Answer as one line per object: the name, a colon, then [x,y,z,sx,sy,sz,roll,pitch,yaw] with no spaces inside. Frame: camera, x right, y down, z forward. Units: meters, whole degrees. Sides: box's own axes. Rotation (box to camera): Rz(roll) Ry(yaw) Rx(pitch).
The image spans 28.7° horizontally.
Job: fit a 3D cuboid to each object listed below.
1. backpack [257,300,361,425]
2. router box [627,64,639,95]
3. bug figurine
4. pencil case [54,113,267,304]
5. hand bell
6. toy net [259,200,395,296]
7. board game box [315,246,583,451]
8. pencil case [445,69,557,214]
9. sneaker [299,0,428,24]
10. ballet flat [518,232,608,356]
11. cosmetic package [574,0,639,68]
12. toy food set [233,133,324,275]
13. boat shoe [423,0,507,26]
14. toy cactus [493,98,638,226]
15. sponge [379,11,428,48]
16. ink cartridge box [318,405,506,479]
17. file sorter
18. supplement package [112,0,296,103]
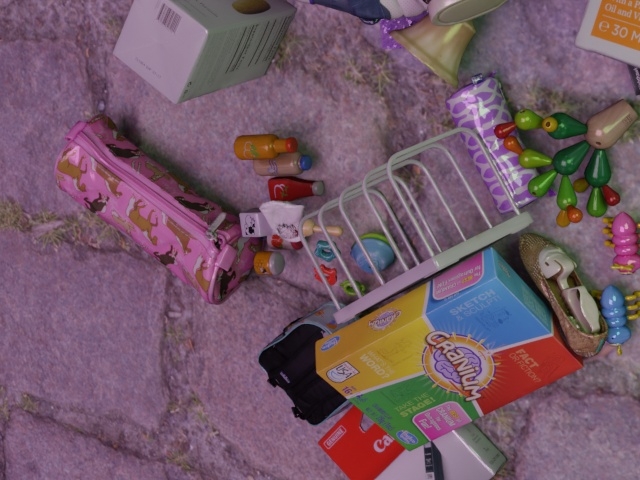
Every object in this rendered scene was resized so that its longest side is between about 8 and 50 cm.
backpack: [0.015,0.189,2.017,0.166,0.144,0.188,53,143,7]
router box: [0.460,-0.294,1.648,0.133,0.046,0.179,-12,98,35]
bug figurine: [0.490,0.054,1.728,0.279,0.072,0.216,-6,102,34]
pencil case: [-0.277,-0.055,2.116,0.386,0.160,0.167,36,122,18]
hand bell: [0.218,-0.345,1.744,0.126,0.126,0.242,42,102,14]
toy net: [0.000,0.000,1.969,0.232,0.045,0.122,32,135,-15]
board game box: [0.188,0.168,1.844,0.316,0.064,0.242,-31,126,24]
pencil case: [0.257,-0.140,1.806,0.206,0.088,0.086,65,162,-2]
sneaker: [0.100,-0.458,1.750,0.236,0.130,0.323,10,74,9]
ballet flat: [0.355,0.066,1.794,0.206,0.073,0.067,61,152,17]
cosmetic package: [0.494,-0.407,1.462,0.230,0.161,0.453,26,109,34]
toy food set: [-0.057,-0.061,2.005,0.104,0.111,0.232,0,103,32]
boat shoe: [0.280,-0.383,1.631,0.324,0.116,0.097,-21,77,1]
toy cactus: [0.357,-0.124,1.720,0.180,0.112,0.219,-41,108,10]
sponge: [0.136,-0.387,1.828,0.117,0.031,0.210,1,105,31]
ink cartridge box: [0.133,0.359,2.057,0.239,0.060,0.275,46,124,10]
file sorter: [0.124,-0.024,1.810,0.277,0.193,0.173,-34,83,55]
supplement package: [-0.174,-0.321,1.911,0.139,0.244,0.134,39,123,15]
